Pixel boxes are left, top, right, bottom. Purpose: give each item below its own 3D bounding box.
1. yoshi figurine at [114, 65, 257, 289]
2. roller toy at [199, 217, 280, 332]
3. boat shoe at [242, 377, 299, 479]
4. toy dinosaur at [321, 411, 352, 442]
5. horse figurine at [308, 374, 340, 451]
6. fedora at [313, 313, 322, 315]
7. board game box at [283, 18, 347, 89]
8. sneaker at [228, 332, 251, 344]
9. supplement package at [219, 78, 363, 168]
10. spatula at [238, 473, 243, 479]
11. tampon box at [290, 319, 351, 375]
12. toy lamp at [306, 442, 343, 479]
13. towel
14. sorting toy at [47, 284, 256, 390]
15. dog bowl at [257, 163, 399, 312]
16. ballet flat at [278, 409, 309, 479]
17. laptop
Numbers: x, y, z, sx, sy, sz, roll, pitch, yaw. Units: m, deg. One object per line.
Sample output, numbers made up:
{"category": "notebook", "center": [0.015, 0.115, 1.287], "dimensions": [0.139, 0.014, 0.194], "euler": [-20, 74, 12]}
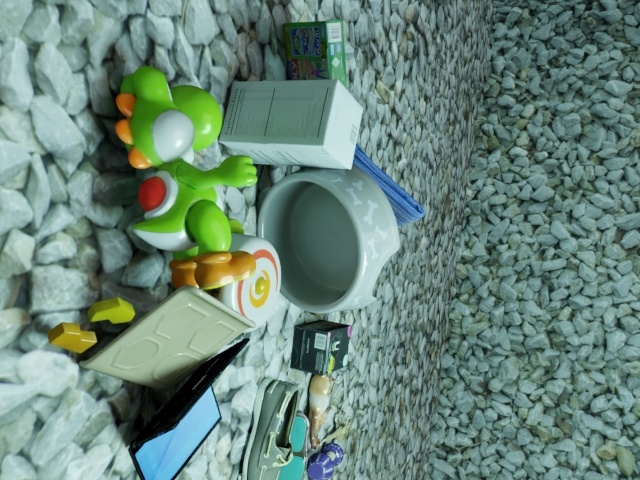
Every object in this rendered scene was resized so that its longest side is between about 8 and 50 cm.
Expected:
{"category": "yoshi figurine", "center": [-0.205, -0.109, 0.948], "dimensions": [0.203, 0.203, 0.362], "euler": [-97, 171, -83]}
{"category": "roller toy", "center": [-0.170, 0.083, 1.122], "dimensions": [0.191, 0.146, 0.209], "euler": [-52, 140, -46]}
{"category": "boat shoe", "center": [-0.115, 0.492, 1.379], "dimensions": [0.109, 0.091, 0.305], "euler": [25, 71, -62]}
{"category": "toy dinosaur", "center": [0.066, 0.602, 1.822], "dimensions": [0.183, 0.053, 0.093], "euler": [17, 82, -63]}
{"category": "horse figurine", "center": [0.009, 0.459, 1.662], "dimensions": [0.174, 0.066, 0.263], "euler": [12, 87, -70]}
{"category": "fedora", "center": [0.050, 0.143, 1.611], "dimensions": [0.079, 0.194, 0.194], "euler": [62, 27, 8]}
{"category": "board game box", "center": [-0.008, -0.329, 1.294], "dimensions": [0.046, 0.213, 0.317], "euler": [-15, 113, -25]}
{"category": "sneaker", "center": [-0.184, 0.170, 1.228], "dimensions": [0.170, 0.051, 0.089], "euler": [4, 92, -68]}
{"category": "supplement package", "center": [-0.059, -0.235, 1.158], "dimensions": [0.134, 0.244, 0.139], "euler": [28, 72, -61]}
{"category": "spatula", "center": [-0.166, 0.669, 1.419], "dimensions": [0.168, 0.019, 0.242], "euler": [-8, 100, -62]}
{"category": "tampon box", "center": [0.005, 0.292, 1.570], "dimensions": [0.161, 0.101, 0.120], "euler": [2, 94, -64]}
{"category": "toy lamp", "center": [0.011, 0.633, 1.630], "dimensions": [0.275, 0.080, 0.080], "euler": [55, 46, -75]}
{"category": "towel", "center": [0.133, -0.129, 1.450], "dimensions": [0.040, 0.243, 0.336], "euler": [-49, -177, -6]}
{"category": "sorting toy", "center": [-0.266, 0.147, 0.921], "dimensions": [0.041, 0.229, 0.307], "euler": [59, 6, 33]}
{"category": "dog bowl", "center": [0.000, 0.000, 1.250], "dimensions": [0.102, 0.348, 0.349], "euler": [-16, 111, -47]}
{"category": "ballet flat", "center": [-0.068, 0.568, 1.538], "dimensions": [0.079, 0.077, 0.222], "euler": [36, 62, -82]}
{"category": "laptop", "center": [-0.227, 0.341, 1.078], "dimensions": [0.136, 0.264, 0.234], "euler": [49, 40, -7]}
